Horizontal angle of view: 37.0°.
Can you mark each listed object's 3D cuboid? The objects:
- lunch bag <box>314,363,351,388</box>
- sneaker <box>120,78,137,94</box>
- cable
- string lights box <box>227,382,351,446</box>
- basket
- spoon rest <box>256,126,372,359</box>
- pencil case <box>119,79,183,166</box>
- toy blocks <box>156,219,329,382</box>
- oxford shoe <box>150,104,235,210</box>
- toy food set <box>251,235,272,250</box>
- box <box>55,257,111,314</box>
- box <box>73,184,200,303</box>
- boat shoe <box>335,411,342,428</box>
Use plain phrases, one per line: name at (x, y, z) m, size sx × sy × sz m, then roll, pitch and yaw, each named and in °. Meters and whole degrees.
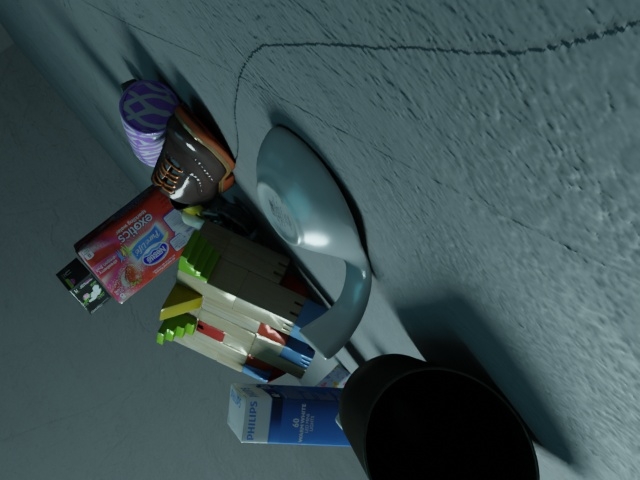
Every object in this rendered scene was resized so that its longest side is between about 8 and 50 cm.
lunch bag at (0.038, 0.298, 1.885) m, size 0.053 × 0.071 × 0.083 m, roll 36°, pitch 161°, yaw 43°
sneaker at (-0.277, -0.199, 1.541) m, size 0.166 × 0.065 × 0.076 m, roll 75°, pitch 171°, yaw -60°
cable at (-0.167, -0.022, 1.617) m, size 0.139 × 0.072 × 0.287 m, roll 49°, pitch 172°, yaw -25°
string lights box at (-0.014, 0.289, 1.592) m, size 0.133 × 0.260 × 0.076 m, roll -169°, pitch 85°, yaw -75°
basket at (0.103, 0.200, 1.001) m, size 0.204 × 0.154 × 0.227 m, roll 53°, pitch 174°, yaw -11°
spoon rest at (0.000, 0.000, 0.971) m, size 0.137 × 0.084 × 0.276 m, roll 41°, pitch 153°, yaw 40°
pencil case at (-0.237, -0.163, 1.377) m, size 0.088 × 0.086 × 0.206 m, roll 19°, pitch 171°, yaw -1°
toy blocks at (-0.103, 0.123, 1.544) m, size 0.261 × 0.191 × 0.381 m, roll 25°, pitch 151°, yaw 0°
oxford shoe at (-0.179, -0.099, 1.299) m, size 0.097 × 0.098 × 0.271 m, roll 49°, pitch 170°, yaw 12°
toy food set at (-0.089, 0.034, 1.626) m, size 0.078 × 0.019 × 0.122 m, roll 42°, pitch 167°, yaw 43°
box at (-0.438, 0.085, 1.770) m, size 0.062 × 0.052 × 0.083 m, roll 39°, pitch 164°, yaw 39°
box at (-0.319, -0.015, 1.787) m, size 0.128 × 0.257 × 0.122 m, roll 53°, pitch 169°, yaw -15°
boat shoe at (0.138, 0.376, 1.408) m, size 0.367 × 0.156 × 0.136 m, roll 55°, pitch 179°, yaw -20°
